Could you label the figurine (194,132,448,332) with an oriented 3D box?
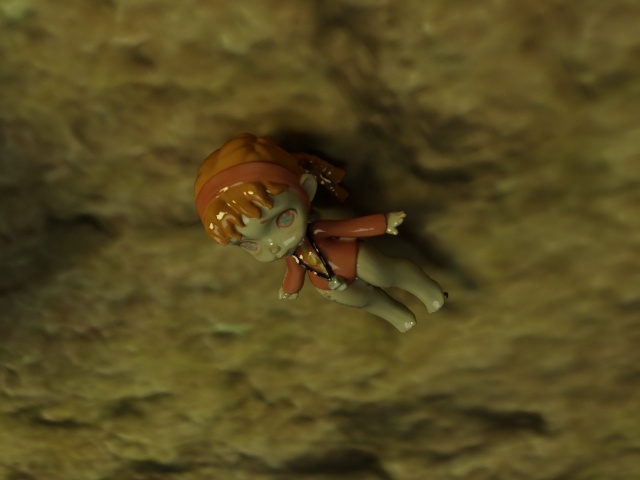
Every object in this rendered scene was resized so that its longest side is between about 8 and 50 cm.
[{"bbox_3d":[0.000,0.000,0.464,0.109,0.047,0.064,34,123,-30],"label":"figurine"}]
